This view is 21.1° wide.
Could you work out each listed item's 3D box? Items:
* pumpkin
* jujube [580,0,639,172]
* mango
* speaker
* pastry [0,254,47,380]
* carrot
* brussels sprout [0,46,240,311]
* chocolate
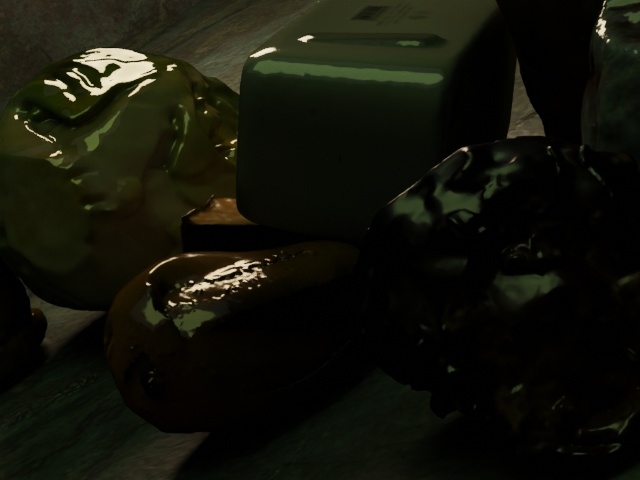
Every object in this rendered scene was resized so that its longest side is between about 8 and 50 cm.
[{"bbox_3d":[-0.001,0.004,1.605,0.163,0.111,0.278,12,21,21],"label":"pumpkin"},{"bbox_3d":[0.339,-0.116,1.306,0.308,0.215,0.246,-5,47,39],"label":"jujube"},{"bbox_3d":[-0.062,0.067,1.382,0.248,0.156,0.151,-28,-19,-33],"label":"mango"},{"bbox_3d":[0.063,-0.129,1.588,0.184,0.183,0.406,7,21,13],"label":"speaker"},{"bbox_3d":[-0.404,0.105,1.789,0.235,0.132,0.240,-26,7,21],"label":"pastry"},{"bbox_3d":[0.281,-0.213,1.555,0.241,0.341,0.241,-17,33,11],"label":"carrot"},{"bbox_3d":[-0.196,-0.065,1.760,0.344,0.268,0.344,-13,8,2],"label":"brussels sprout"},{"bbox_3d":[0.145,0.062,1.099,0.224,0.206,0.177,-37,44,10],"label":"chocolate"}]
